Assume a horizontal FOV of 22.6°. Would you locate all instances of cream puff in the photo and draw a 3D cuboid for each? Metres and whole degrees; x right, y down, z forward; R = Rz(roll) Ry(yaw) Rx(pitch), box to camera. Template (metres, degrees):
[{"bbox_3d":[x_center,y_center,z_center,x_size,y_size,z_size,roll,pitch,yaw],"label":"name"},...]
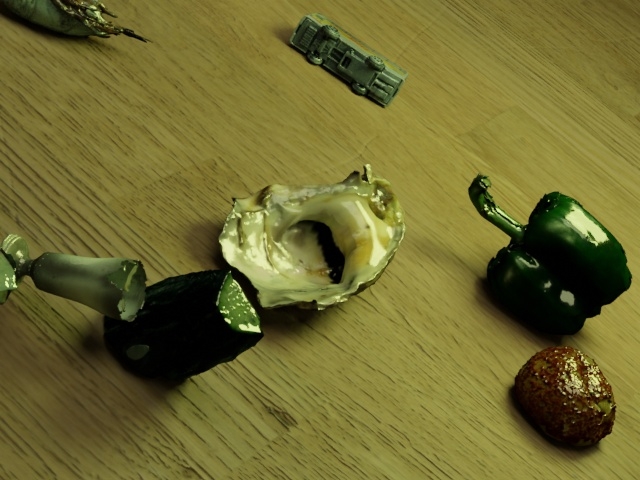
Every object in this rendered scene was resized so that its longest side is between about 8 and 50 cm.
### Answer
[{"bbox_3d":[0.328,0.198,2.093,0.149,0.084,0.149,22,35,-16],"label":"cream puff"}]

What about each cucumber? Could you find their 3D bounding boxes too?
[{"bbox_3d":[-0.156,0.099,1.763,0.086,0.193,0.115,-30,96,-53],"label":"cucumber"}]

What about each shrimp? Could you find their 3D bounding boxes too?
[{"bbox_3d":[-0.340,-0.319,2.229,0.233,0.079,0.090,22,-5,-21],"label":"shrimp"}]

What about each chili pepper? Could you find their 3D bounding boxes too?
[{"bbox_3d":[0.313,0.005,2.257,0.261,0.174,0.165,44,29,8],"label":"chili pepper"}]

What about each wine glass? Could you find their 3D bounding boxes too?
[{"bbox_3d":[-0.273,0.041,1.750,0.155,0.072,0.072,12,28,16],"label":"wine glass"}]

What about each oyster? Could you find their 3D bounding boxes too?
[{"bbox_3d":[-0.005,0.007,2.052,0.271,0.100,0.275,15,48,-22],"label":"oyster"}]

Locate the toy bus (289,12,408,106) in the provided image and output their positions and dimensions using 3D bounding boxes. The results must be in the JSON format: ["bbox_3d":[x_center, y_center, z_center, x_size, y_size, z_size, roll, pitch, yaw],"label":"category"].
[{"bbox_3d":[0.048,-0.290,2.536,0.190,0.064,0.075,35,26,4],"label":"toy bus"}]

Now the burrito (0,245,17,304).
[{"bbox_3d":[-0.434,0.035,1.651,0.144,0.089,0.229,36,28,33],"label":"burrito"}]
